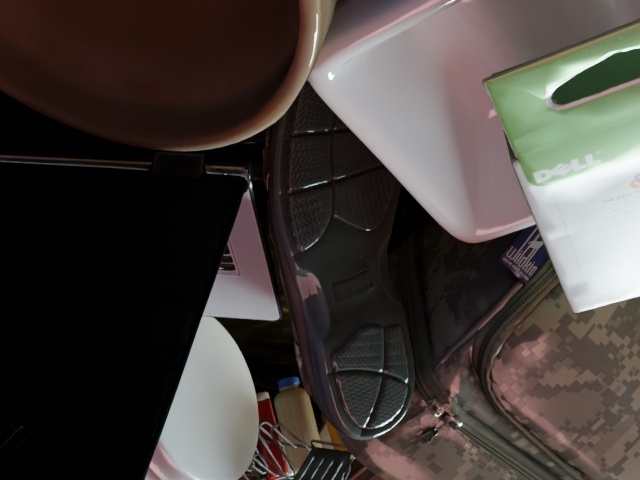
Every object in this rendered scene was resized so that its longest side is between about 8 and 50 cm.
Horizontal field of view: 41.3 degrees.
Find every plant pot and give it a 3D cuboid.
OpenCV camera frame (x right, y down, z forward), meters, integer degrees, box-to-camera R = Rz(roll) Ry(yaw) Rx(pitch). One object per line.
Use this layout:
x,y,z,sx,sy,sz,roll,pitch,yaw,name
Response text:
-0.094,-0.159,0.377,0.238,0.109,0.237,17,148,11,plant pot

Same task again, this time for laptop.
-0.237,0.066,0.507,0.382,0.236,0.408,4,156,4,laptop

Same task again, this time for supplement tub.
-0.216,0.180,0.803,0.272,0.191,0.191,-23,141,24,supplement tub

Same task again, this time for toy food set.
-0.021,0.211,0.977,0.111,0.104,0.232,-12,164,-12,toy food set

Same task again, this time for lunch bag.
0.188,0.100,0.688,0.305,0.212,0.256,39,117,-22,lunch bag

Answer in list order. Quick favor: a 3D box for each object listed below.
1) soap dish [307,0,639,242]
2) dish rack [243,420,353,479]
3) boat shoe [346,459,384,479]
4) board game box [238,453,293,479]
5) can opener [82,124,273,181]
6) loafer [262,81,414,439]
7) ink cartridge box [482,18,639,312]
0.146,-0.130,0.464,0.291,0.118,0.229,-23,140,25,soap dish
-0.103,0.257,0.837,0.272,0.208,0.074,-7,129,48,dish rack
0.087,0.317,1.083,0.132,0.130,0.355,22,132,-36,boat shoe
-0.079,0.344,1.189,0.126,0.026,0.186,0,145,-6,board game box
-0.076,-0.058,0.599,0.186,0.073,0.059,-4,138,-16,can opener
0.000,0.000,0.573,0.096,0.267,0.084,-12,-168,-30,loafer
0.152,-0.049,0.422,0.109,0.062,0.209,-18,142,17,ink cartridge box
